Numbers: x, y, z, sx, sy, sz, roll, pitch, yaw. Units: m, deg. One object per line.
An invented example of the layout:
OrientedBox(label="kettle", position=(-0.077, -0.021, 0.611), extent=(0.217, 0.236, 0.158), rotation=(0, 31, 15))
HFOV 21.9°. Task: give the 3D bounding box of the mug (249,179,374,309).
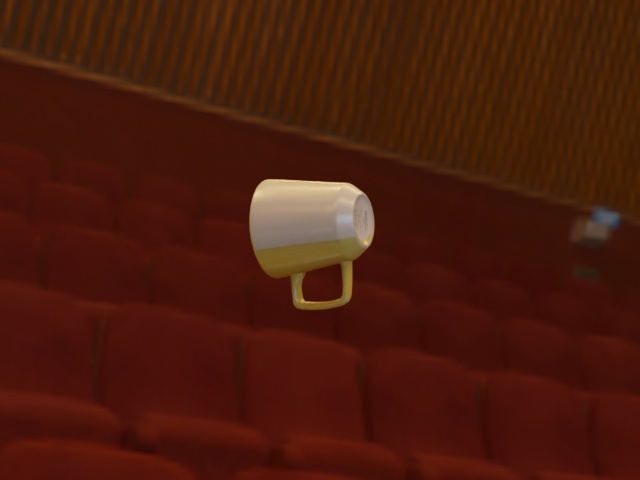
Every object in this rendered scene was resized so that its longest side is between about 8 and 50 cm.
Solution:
OrientedBox(label="mug", position=(0.000, -0.004, 1.031), extent=(0.064, 0.062, 0.078), rotation=(-6, -55, 24))
